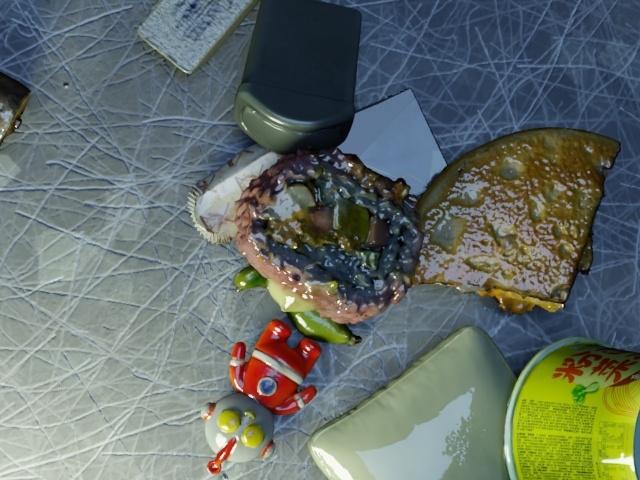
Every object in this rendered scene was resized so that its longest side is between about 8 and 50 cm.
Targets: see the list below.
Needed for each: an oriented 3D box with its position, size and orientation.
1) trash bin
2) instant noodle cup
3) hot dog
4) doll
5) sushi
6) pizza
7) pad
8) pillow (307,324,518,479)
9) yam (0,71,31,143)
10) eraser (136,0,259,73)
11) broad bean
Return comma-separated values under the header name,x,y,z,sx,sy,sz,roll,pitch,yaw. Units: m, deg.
name,x,y,z,sx,sy,sz,roll,pitch,yaw
trash bin,-0.031,-0.243,1.914,0.177,0.101,0.236,11,64,-4
instant noodle cup,0.448,0.287,1.825,0.311,0.221,0.311,2,86,-33
hot dog,-0.111,-0.077,1.932,0.191,0.059,0.108,-33,97,-11
doll,-0.097,0.238,1.892,0.142,0.076,0.245,34,77,-2
sushi,0.000,0.000,1.852,0.270,0.171,0.236,26,75,-19
pizza,0.302,-0.025,1.948,0.409,0.114,0.277,-38,88,-9
pad,0.068,-0.118,1.986,0.243,0.004,0.163,-25,87,-9
pillow,0.171,0.307,1.891,0.322,0.120,0.255,-33,89,-10
yam,-0.564,-0.239,1.864,0.280,0.131,0.131,31,81,-5
eraser,-0.133,-0.409,1.956,0.111,0.077,0.352,39,80,-1
broad bean,-0.030,0.098,1.927,0.214,0.048,0.070,31,80,-2
